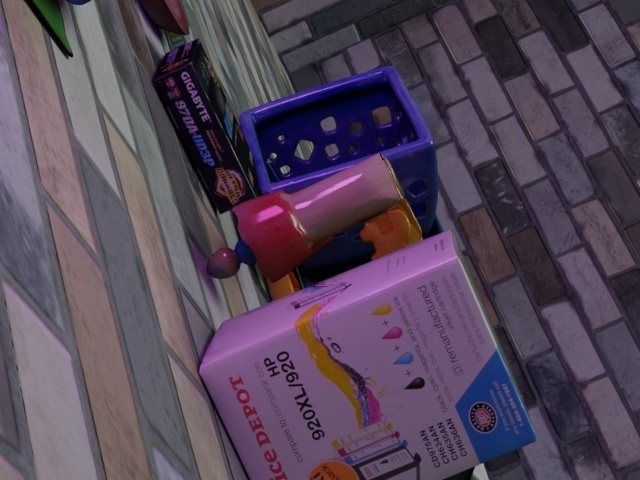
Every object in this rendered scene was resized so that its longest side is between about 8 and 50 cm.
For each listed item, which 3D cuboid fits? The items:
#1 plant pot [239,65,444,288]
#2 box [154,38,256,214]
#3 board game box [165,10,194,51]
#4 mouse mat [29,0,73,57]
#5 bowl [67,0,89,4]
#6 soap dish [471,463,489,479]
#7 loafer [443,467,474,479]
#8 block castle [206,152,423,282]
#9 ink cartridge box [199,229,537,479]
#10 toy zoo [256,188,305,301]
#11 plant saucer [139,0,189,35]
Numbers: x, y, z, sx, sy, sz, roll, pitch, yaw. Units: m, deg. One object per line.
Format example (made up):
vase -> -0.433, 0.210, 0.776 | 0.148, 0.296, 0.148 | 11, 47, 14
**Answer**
plant pot -> 0.040, -0.071, 1.941 | 0.236, 0.236, 0.212 | -107, 179, -56
box -> -0.135, -0.141, 1.720 | 0.220, 0.051, 0.175 | -100, 166, -75
board game box -> -0.167, -0.226, 1.959 | 0.154, 0.026, 0.103 | 60, 7, -54
mouse mat -> -0.252, -0.255, 1.177 | 0.153, 0.007, 0.190 | 61, 8, -57
bowl -> -0.259, -0.377, 1.208 | 0.391, 0.077, 0.391 | -26, 90, -87
soap dish -> 0.106, 0.230, 1.980 | 0.229, 0.118, 0.291 | 46, 17, -38
loafer -> 0.116, 0.297, 1.565 | 0.076, 0.223, 0.078 | 16, 29, -18
block castle -> 0.034, 0.075, 1.582 | 0.303, 0.212, 0.453 | 64, 4, -1
ink cartridge box -> 0.041, 0.120, 1.229 | 0.168, 0.232, 0.171 | -70, 136, -81
toy zoo -> -0.037, 0.069, 1.922 | 0.293, 0.030, 0.192 | -110, 174, -47
plant saucer -> -0.225, -0.347, 1.835 | 0.198, 0.036, 0.199 | -23, 90, -85
